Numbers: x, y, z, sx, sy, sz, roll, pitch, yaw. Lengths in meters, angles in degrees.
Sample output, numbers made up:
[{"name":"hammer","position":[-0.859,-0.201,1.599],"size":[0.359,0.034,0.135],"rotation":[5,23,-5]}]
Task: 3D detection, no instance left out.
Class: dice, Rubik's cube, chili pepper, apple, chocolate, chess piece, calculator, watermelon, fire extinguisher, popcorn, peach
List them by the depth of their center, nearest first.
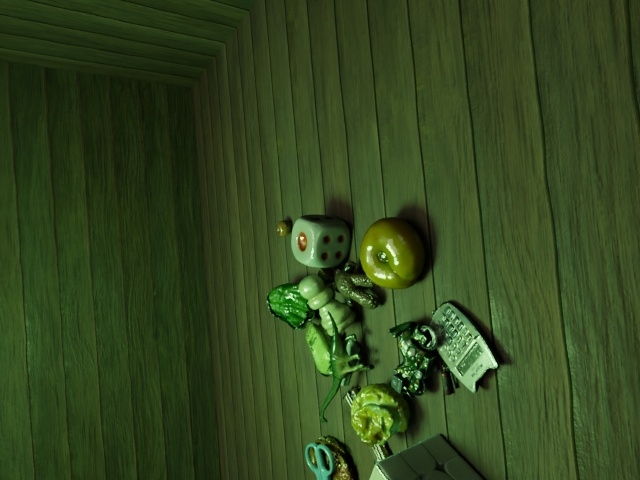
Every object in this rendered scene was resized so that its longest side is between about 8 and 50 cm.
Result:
[{"name":"Rubik's cube","position":[0.320,0.825,1.244],"size":[0.291,0.290,0.292],"rotation":[40,126,48]},{"name":"calculator","position":[0.421,0.312,1.267],"size":[0.268,0.040,0.177],"rotation":[56,136,39]},{"name":"fire extinguisher","position":[0.405,0.438,1.311],"size":[0.046,0.032,0.100],"rotation":[176,84,-68]},{"name":"peach","position":[0.245,0.048,1.423],"size":[0.251,0.153,0.251],"rotation":[22,121,40]},{"name":"popcorn","position":[0.211,0.620,1.498],"size":[0.204,0.183,0.221],"rotation":[49,120,26]},{"name":"chocolate","position":[0.182,0.746,1.654],"size":[0.329,0.065,0.102],"rotation":[60,138,32]},{"name":"chess piece","position":[0.015,0.246,1.687],"size":[0.251,0.144,0.144],"rotation":[52,146,-9]},{"name":"dice","position":[0.000,0.000,1.745],"size":[0.194,0.192,0.193],"rotation":[25,115,55]},{"name":"watermelon","position":[0.036,0.154,1.765],"size":[0.069,0.163,0.087],"rotation":[20,102,17]},{"name":"chili pepper","position":[-0.097,0.299,1.945],"size":[0.385,0.167,0.213],"rotation":[-8,91,55]},{"name":"apple","position":[-0.185,-0.062,2.135],"size":[0.084,0.071,0.084],"rotation":[29,123,58]}]

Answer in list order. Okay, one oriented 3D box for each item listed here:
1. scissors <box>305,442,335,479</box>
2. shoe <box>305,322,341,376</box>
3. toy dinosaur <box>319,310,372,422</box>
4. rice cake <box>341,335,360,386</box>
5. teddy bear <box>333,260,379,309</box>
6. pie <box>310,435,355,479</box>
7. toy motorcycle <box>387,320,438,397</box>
[{"name":"scissors","position":[0.032,1.112,1.796],"size":[0.192,0.029,0.447],"rotation":[-26,73,48]},{"name":"shoe","position":[0.026,0.457,1.805],"size":[0.262,0.128,0.140],"rotation":[51,144,45]},{"name":"toy dinosaur","position":[0.039,0.506,1.666],"size":[0.301,0.087,0.447],"rotation":[-24,95,22]},{"name":"rice cake","position":[0.110,0.513,1.762],"size":[0.080,0.042,0.222],"rotation":[43,129,45]},{"name":"teddy bear","position":[0.121,0.171,1.629],"size":[0.251,0.129,0.182],"rotation":[7,87,58]},{"name":"pie","position":[0.051,1.021,1.861],"size":[0.308,0.085,0.308],"rotation":[7,98,56]},{"name":"toy motorcycle","position":[0.297,0.385,1.392],"size":[0.187,0.125,0.275],"rotation":[28,118,49]}]
